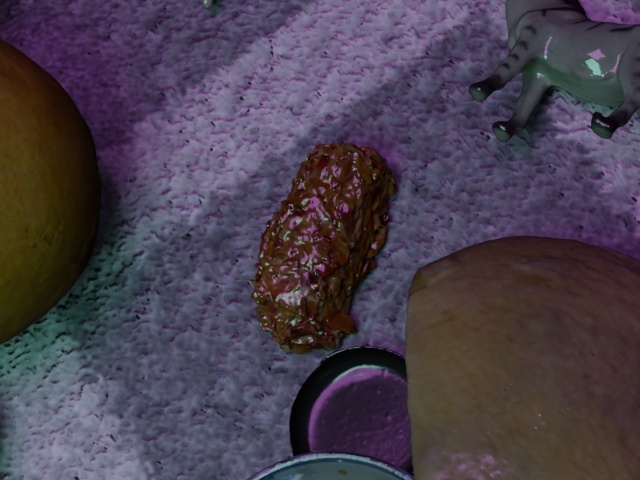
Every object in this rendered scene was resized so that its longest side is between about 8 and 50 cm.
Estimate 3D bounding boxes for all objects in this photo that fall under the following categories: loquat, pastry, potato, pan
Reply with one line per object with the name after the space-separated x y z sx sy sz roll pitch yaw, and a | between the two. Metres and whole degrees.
-0.296 -0.037 1.208 0.263 0.263 0.263 -6 68 16 | loquat
-0.002 0.000 1.203 0.087 0.063 0.169 12 74 20 | pastry
0.161 0.101 0.981 0.211 0.264 0.190 -13 100 16 | potato
0.070 0.101 1.152 0.212 0.040 0.115 -40 62 9 | pan

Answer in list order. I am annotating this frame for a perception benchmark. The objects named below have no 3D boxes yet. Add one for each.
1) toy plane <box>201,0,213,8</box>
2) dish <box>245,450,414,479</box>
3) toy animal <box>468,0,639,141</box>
-0.076 -0.323 1.335 0.192 0.088 0.262 7 72 -10 | toy plane
0.009 0.261 1.088 0.236 0.086 0.228 26 81 25 | dish
0.195 -0.143 1.189 0.216 0.073 0.176 22 64 20 | toy animal
